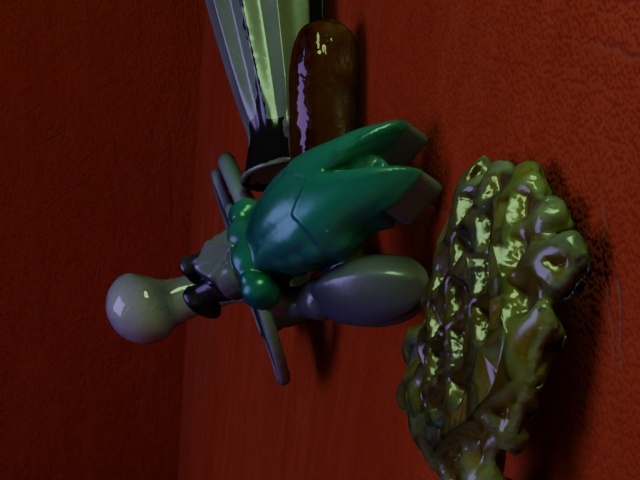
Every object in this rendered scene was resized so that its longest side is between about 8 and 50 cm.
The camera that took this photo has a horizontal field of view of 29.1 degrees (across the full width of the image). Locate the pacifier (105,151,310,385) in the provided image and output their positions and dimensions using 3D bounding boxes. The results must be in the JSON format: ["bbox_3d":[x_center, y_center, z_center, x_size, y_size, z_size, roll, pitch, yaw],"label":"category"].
[{"bbox_3d":[-0.142,0.044,1.554,0.343,0.269,0.288,-130,23,-68],"label":"pacifier"}]

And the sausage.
[{"bbox_3d":[0.010,-0.084,1.297,0.103,0.076,0.302,139,129,-65],"label":"sausage"}]

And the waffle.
[{"bbox_3d":[0.103,0.051,0.822,0.204,0.054,0.223,-112,37,-71],"label":"waffle"}]

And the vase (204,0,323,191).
[{"bbox_3d":[-0.059,-0.244,1.464,0.165,0.165,0.360,123,141,-69],"label":"vase"}]

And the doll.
[{"bbox_3d":[0.001,-0.020,1.111,0.258,0.153,0.195,-2,72,38],"label":"doll"}]

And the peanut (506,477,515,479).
[{"bbox_3d":[0.100,0.211,0.862,0.174,0.080,0.080,114,153,-61],"label":"peanut"}]
